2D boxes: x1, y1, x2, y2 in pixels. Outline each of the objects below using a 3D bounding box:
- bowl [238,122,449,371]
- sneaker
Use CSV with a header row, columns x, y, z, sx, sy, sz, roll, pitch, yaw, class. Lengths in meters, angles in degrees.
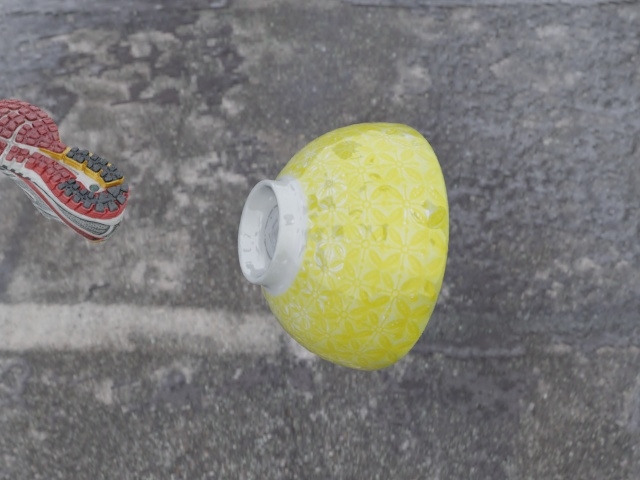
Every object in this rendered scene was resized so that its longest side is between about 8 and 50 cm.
x,y,z,sx,sy,sz,roll,pitch,yaw,class
0.000,0.000,1.112,0.156,0.289,0.290,7,45,-27,bowl
-0.315,-0.074,1.110,0.225,0.093,0.088,38,52,14,sneaker
